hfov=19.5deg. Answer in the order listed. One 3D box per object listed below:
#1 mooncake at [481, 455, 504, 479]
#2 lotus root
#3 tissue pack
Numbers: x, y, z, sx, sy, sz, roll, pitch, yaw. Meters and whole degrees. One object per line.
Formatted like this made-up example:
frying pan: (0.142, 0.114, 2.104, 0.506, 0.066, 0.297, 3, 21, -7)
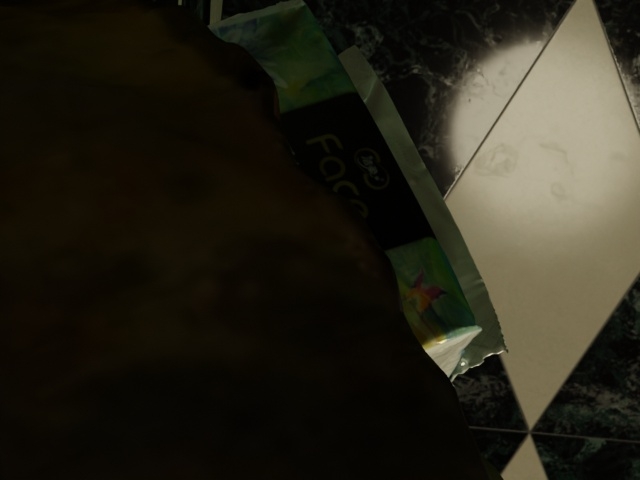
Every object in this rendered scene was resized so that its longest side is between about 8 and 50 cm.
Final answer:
mooncake: (-0.042, 0.320, 1.004, 0.467, 0.262, 0.467, -173, -90, -89)
lotus root: (-0.038, 0.126, 0.495, 0.375, 0.111, 0.390, -167, -121, -70)
tissue pack: (0.000, -0.001, 0.539, 0.111, 0.079, 0.085, 62, -22, 20)
